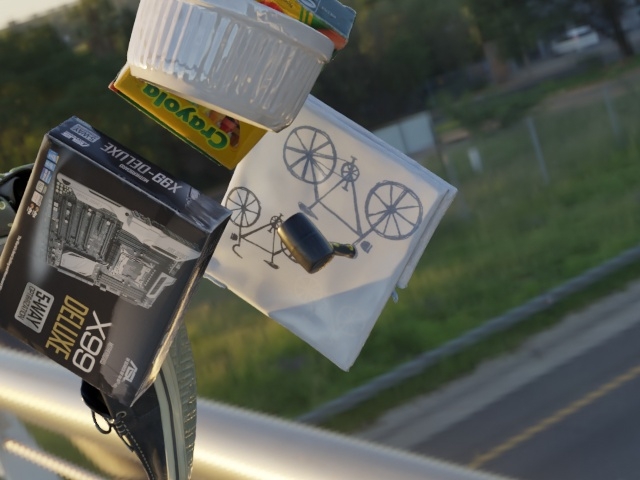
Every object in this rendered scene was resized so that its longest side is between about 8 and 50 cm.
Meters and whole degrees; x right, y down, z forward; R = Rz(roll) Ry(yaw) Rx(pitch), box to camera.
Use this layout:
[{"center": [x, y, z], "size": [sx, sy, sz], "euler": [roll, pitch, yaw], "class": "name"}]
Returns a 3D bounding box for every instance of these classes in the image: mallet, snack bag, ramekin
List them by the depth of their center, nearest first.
[{"center": [-0.100, -0.190, 1.452], "size": [0.207, 0.109, 0.207], "euler": [22, 2, -1], "class": "ramekin"}, {"center": [0.000, 0.000, 1.550], "size": [0.039, 0.062, 0.190], "euler": [-41, -6, 11], "class": "mallet"}, {"center": [-0.003, -0.015, 2.092], "size": [0.323, 0.342, 0.037], "euler": [33, 21, 18], "class": "snack bag"}]

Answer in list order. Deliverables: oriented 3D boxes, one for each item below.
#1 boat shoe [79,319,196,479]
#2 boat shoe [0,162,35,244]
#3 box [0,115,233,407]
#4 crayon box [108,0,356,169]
[{"center": [-0.280, 0.214, 2.155], "size": [0.156, 0.500, 0.186], "euler": [-4, 43, 4], "class": "boat shoe"}, {"center": [-0.428, -0.061, 2.035], "size": [0.305, 0.109, 0.091], "euler": [-5, -31, 4], "class": "boat shoe"}, {"center": [-0.281, 0.032, 1.817], "size": [0.307, 0.242, 0.076], "euler": [-62, -7, 31], "class": "box"}, {"center": [-0.128, -0.233, 1.869], "size": [0.318, 0.202, 0.081], "euler": [-46, 17, 33], "class": "crayon box"}]
